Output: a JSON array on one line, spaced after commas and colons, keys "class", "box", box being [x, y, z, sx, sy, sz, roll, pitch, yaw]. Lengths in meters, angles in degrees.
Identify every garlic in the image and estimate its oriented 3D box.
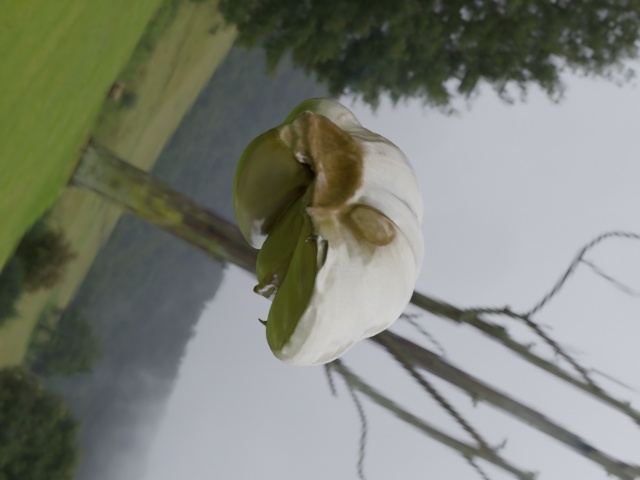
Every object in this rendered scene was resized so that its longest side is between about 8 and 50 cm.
[{"class": "garlic", "box": [0.013, -0.004, 1.174, 0.203, 0.184, 0.281, -60, -141, 42]}]
